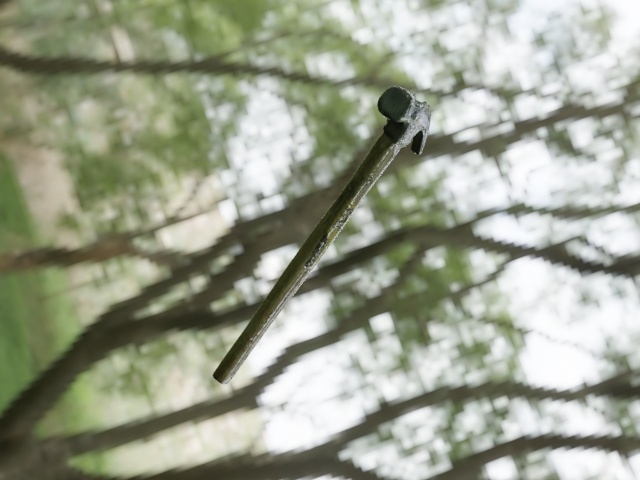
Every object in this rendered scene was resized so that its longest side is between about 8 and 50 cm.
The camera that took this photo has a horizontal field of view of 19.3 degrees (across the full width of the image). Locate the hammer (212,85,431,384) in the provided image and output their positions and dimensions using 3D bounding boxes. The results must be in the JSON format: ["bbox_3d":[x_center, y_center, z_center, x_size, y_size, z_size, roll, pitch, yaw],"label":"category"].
[{"bbox_3d":[0.000,0.000,0.978,0.017,0.182,0.062,38,9,18],"label":"hammer"}]
